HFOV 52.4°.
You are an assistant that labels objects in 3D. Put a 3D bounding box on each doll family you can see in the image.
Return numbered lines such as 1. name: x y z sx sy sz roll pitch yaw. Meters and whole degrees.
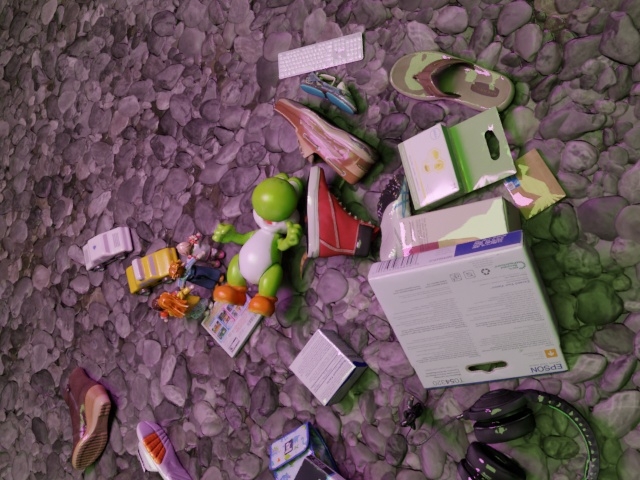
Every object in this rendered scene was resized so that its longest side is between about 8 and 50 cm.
1. doll family: -0.348 0.116 1.734 0.118 0.163 0.263 30 97 44

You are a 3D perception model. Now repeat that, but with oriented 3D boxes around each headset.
1. headset: 0.359 0.412 1.341 0.393 0.185 0.244 9 91 15

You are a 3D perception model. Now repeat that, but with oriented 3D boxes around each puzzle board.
1. puzzle board: 0.458 -0.122 1.414 0.096 0.011 0.128 -35 66 22

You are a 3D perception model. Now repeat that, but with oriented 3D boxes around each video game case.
1. video game case: -0.236 0.209 1.754 0.143 0.019 0.157 41 104 28

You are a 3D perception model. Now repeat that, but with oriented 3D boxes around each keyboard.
1. keyboard: -0.003 -0.490 1.732 0.255 0.014 0.072 -5 80 29

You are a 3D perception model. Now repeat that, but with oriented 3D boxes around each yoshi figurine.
1. yoshi figurine: -0.142 -0.007 1.595 0.203 0.203 0.362 3 73 62

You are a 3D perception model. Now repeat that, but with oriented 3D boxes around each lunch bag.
1. lunch bag: -0.047 0.530 1.556 0.128 0.096 0.151 -36 58 18

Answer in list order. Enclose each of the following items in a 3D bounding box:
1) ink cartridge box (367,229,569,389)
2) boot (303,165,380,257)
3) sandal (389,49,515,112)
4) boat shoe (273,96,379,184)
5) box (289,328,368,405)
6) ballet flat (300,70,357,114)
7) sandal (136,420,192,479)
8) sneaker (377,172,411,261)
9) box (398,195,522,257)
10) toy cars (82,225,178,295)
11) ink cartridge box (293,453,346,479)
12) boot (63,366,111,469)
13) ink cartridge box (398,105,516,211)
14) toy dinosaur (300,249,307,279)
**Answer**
1. ink cartridge box: 0.309 0.156 1.352 0.324 0.071 0.330 -14 120 27
2. boot: 0.051 -0.069 1.571 0.176 0.088 0.244 0 63 -7
3. sandal: 0.298 -0.374 1.497 0.302 0.086 0.120 19 96 28
4. boat shoe: -0.004 -0.251 1.636 0.324 0.122 0.120 38 104 29
5. box: 0.019 0.303 1.562 0.137 0.072 0.126 43 103 28
6. ballet flat: 0.031 -0.387 1.671 0.188 0.070 0.070 33 99 26
7. sandal: -0.435 0.611 1.757 0.076 0.102 0.265 -45 66 13
8. sneaker: 0.185 -0.043 1.529 0.085 0.086 0.237 -24 56 52
9. box: 0.306 0.001 1.401 0.232 0.148 0.127 -12 77 28
10. toy cars: -0.587 0.056 1.937 0.393 0.087 0.177 20 92 31
11. ink cartridge box: 0.006 0.620 1.437 0.206 0.045 0.208 28 98 28
12. boot: -0.716 0.531 1.957 0.206 0.090 0.249 25 97 42
13. ink cartridge box: 0.302 -0.185 1.468 0.235 0.056 0.171 -25 70 36
14. toy dinosaur: 0.000 0.000 1.626 0.211 0.064 0.112 -31 70 23
